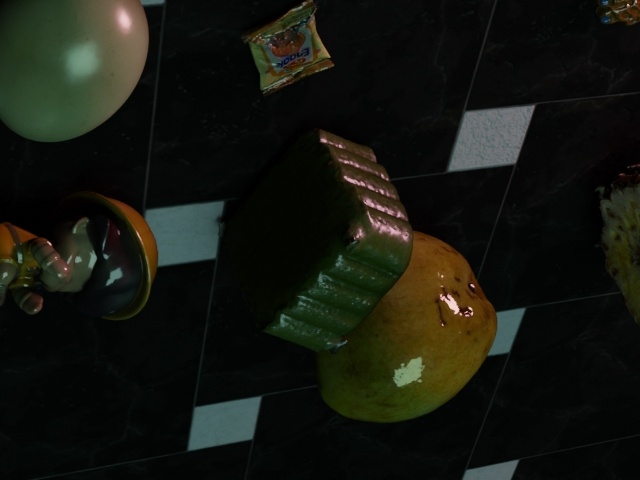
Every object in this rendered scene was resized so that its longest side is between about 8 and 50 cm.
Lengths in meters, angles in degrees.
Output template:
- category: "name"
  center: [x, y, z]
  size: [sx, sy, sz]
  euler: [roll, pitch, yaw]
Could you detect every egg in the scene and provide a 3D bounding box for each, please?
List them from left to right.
- category: "egg"
  center: [-0.309, -0.221, 1.731]
  size: [0.189, 0.188, 0.253]
  euler: [4, 138, -31]

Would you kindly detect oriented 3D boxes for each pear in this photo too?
- category: "pear"
  center: [0.124, 0.132, 2.256]
  size: [0.304, 0.304, 0.304]
  euler: [-14, 139, -13]

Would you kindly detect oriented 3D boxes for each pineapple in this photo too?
- category: "pineapple"
  center: [0.642, -0.007, 2.332]
  size: [0.300, 0.352, 0.352]
  euler: [-21, 140, -12]

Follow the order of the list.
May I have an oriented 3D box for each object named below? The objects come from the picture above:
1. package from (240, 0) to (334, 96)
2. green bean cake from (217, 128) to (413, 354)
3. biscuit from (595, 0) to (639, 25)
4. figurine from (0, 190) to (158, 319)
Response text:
- category: "package"
  center: [-0.044, -0.258, 1.950]
  size: [0.108, 0.031, 0.120]
  euler: [-24, 140, -2]
- category: "green bean cake"
  center: [0.000, 0.000, 2.084]
  size: [0.156, 0.247, 0.250]
  euler: [21, 121, -40]
- category: "biscuit"
  center: [0.484, -0.367, 2.110]
  size: [0.175, 0.026, 0.124]
  euler: [-24, 139, -3]
- category: "figurine"
  center: [-0.347, 0.019, 1.986]
  size: [0.257, 0.167, 0.192]
  euler: [5, 155, -33]
